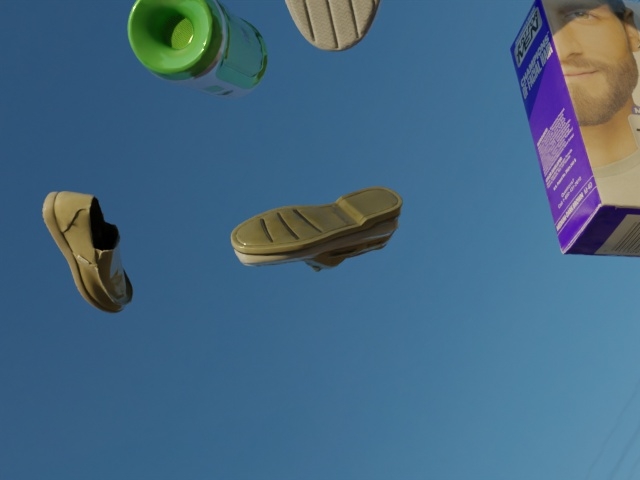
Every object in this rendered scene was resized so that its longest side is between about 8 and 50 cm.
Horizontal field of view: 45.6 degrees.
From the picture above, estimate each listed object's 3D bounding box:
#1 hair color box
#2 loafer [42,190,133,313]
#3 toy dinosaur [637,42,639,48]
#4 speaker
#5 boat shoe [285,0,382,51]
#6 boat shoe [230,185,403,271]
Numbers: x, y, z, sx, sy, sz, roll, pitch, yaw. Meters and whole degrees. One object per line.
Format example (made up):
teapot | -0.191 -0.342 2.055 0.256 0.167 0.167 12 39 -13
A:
hair color box | 0.363 -0.146 0.927 0.185 0.338 0.110 3 -35 -9
loafer | -0.398 0.024 1.366 0.092 0.102 0.268 -11 -52 14
toy dinosaur | 0.239 -0.121 0.284 0.112 0.211 0.064 -19 -74 -21
speaker | -0.157 -0.268 1.055 0.131 0.131 0.296 -65 -6 9
boat shoe | 0.009 -0.376 0.807 0.121 0.119 0.335 -4 -67 8
boat shoe | 0.000 0.000 1.262 0.302 0.113 0.103 -13 -49 -21
